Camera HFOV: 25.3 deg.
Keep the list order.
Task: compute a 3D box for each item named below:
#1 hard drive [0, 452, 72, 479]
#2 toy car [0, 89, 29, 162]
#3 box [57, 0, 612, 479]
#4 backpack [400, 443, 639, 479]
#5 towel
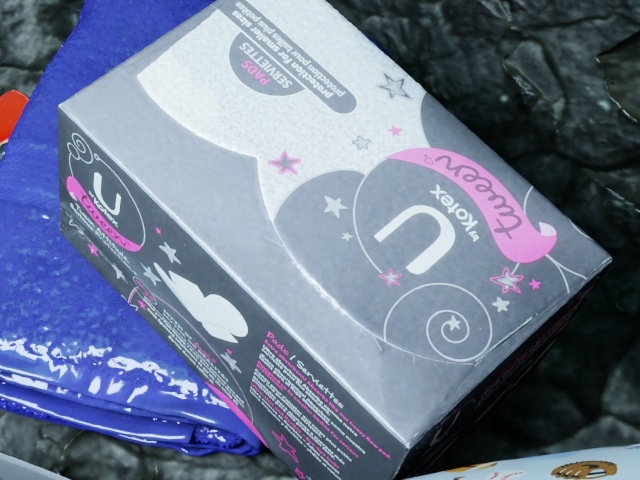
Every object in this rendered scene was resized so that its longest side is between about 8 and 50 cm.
[{"bbox_3d":[-0.209,0.201,0.790,0.255,0.054,0.172,14,61,23],"label":"hard drive"},{"bbox_3d":[-0.321,-0.017,0.969,0.225,0.053,0.239,17,61,24],"label":"toy car"},{"bbox_3d":[0.000,0.000,0.763,0.163,0.142,0.247,-39,75,-25],"label":"box"},{"bbox_3d":[0.108,0.202,0.566,0.277,0.213,0.263,-14,15,5],"label":"backpack"},{"bbox_3d":[-0.095,-0.019,0.902,0.228,0.076,0.308,14,60,10],"label":"towel"}]
